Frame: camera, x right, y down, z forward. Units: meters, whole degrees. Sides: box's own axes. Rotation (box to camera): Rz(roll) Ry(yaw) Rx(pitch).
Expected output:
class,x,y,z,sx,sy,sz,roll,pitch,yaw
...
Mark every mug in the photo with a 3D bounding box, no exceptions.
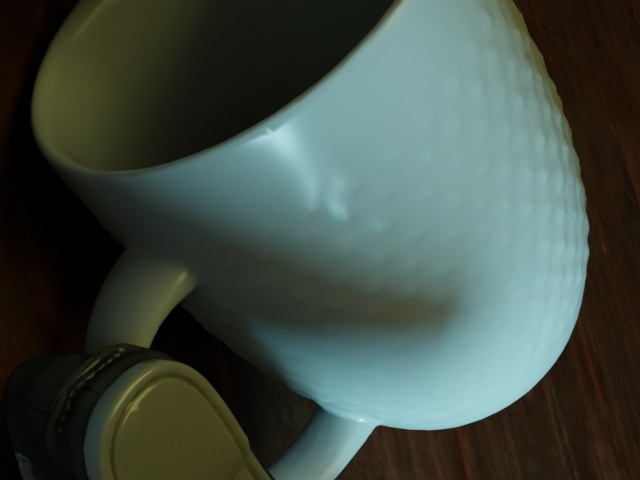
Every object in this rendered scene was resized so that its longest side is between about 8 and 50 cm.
class,x,y,z,sx,sy,sz,roll,pitch,yaw
mug,0.000,0.000,0.819,0.374,0.276,0.328,-56,131,-22

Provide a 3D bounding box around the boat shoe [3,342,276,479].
class,x,y,z,sx,sy,sz,roll,pitch,yaw
boat shoe,-0.059,0.179,0.719,0.112,0.095,0.335,-50,131,-31
